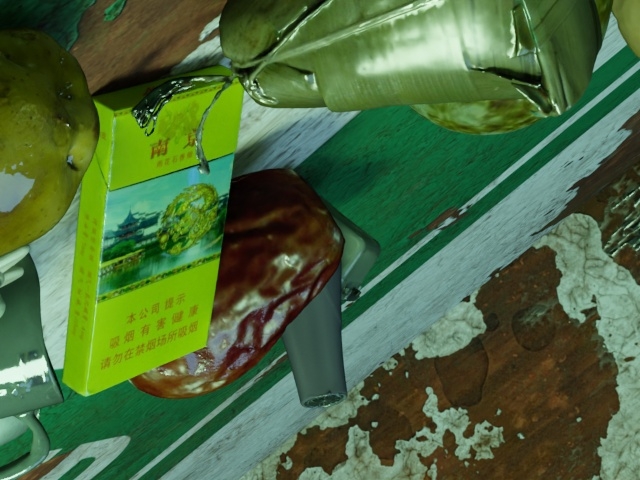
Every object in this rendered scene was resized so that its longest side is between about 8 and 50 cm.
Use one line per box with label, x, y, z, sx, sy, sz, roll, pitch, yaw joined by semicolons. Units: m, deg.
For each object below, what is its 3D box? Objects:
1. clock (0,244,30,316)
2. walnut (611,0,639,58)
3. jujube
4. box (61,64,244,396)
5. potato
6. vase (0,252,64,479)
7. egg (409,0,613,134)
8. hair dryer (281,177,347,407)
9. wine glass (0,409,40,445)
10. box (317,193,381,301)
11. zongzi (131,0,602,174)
clock;-0.426;0.081;1.506;0.324;0.108;0.265;-30;176;-18
walnut;0.493;-0.360;1.866;0.383;0.383;0.383;-33;166;-10
jujube;-0.126;0.049;1.940;0.318;0.223;0.223;-36;166;-4
box;-0.176;-0.011;1.683;0.187;0.047;0.335;-21;130;-44
potato;-0.346;-0.037;1.301;0.369;0.176;0.195;-28;-168;-13
vase;-0.417;0.158;1.710;0.301;0.251;0.156;-21;-175;-10
egg;0.186;-0.249;1.682;0.238;0.238;0.289;-9;133;-61
hair dryer;-0.141;0.089;2.079;0.361;0.301;0.121;-11;160;1
wine glass;-0.445;0.201;1.898;0.126;0.126;0.241;-42;162;24
box;0.000;0.000;2.216;0.093;0.172;0.124;-53;165;7
zongzi;0.018;-0.286;1.466;0.447;0.418;0.181;-4;-150;14
